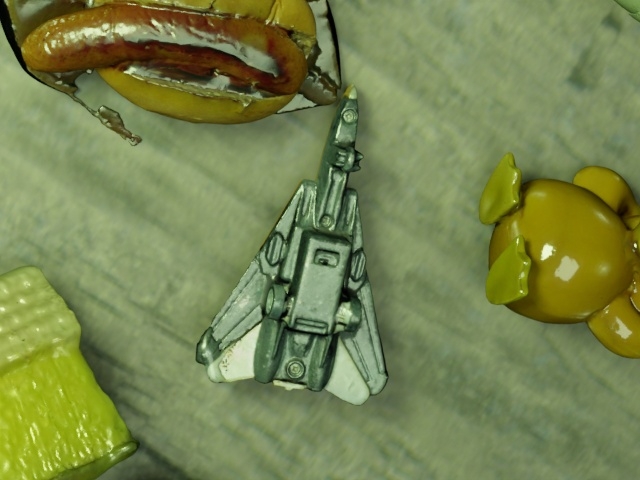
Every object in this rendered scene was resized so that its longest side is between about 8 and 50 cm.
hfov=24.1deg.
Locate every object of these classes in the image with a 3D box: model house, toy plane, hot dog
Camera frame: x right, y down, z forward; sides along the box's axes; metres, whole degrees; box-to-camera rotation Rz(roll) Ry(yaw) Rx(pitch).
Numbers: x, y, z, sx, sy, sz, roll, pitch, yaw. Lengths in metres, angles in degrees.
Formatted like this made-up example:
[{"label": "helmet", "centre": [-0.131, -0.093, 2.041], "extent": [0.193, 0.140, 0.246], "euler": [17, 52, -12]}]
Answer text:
[{"label": "model house", "centre": [-0.310, 0.142, 1.415], "extent": [0.193, 0.175, 0.234], "euler": [-24, 88, -24]}, {"label": "toy plane", "centre": [0.003, 0.003, 1.503], "extent": [0.204, 0.103, 0.316], "euler": [11, 105, -16]}, {"label": "hot dog", "centre": [-0.131, -0.176, 1.411], "extent": [0.326, 0.107, 0.194], "euler": [-8, 110, -10]}]

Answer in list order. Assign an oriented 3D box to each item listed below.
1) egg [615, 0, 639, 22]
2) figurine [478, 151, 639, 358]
[{"label": "egg", "centre": [0.337, -0.324, 1.428], "extent": [0.186, 0.186, 0.253], "euler": [-10, 108, -10]}, {"label": "figurine", "centre": [0.279, 0.017, 1.548], "extent": [0.228, 0.215, 0.215], "euler": [-1, 109, 3]}]
